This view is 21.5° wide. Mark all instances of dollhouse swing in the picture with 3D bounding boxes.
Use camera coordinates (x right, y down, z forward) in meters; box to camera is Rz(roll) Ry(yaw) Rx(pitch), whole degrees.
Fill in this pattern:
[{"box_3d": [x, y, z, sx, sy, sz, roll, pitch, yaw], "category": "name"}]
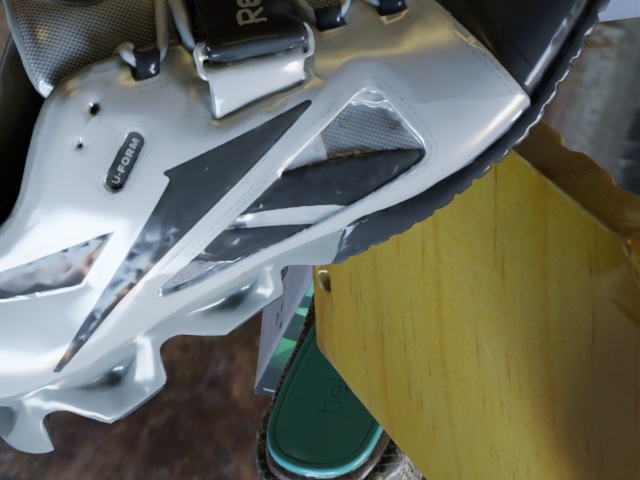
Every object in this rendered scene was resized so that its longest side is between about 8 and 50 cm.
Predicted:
[{"box_3d": [0.206, 0.038, 0.861, 0.305, 0.347, 0.315, -17, 126, -21], "category": "dollhouse swing"}]

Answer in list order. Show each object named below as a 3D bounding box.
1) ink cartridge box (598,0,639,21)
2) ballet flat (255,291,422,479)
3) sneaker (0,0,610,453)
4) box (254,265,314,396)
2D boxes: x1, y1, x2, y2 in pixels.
[{"box_3d": [0.114, -0.235, 0.834, 0.396, 0.270, 0.151, -11, 132, -19], "category": "ink cartridge box"}, {"box_3d": [0.077, 0.041, 1.436, 0.164, 0.182, 0.482, 9, 60, 23], "category": "ballet flat"}, {"box_3d": [-0.036, -0.061, 0.626, 0.330, 0.122, 0.146, -39, 128, 5], "category": "sneaker"}, {"box_3d": [0.000, 0.000, 1.842, 0.059, 0.322, 0.232, 12, 55, -10], "category": "box"}]
